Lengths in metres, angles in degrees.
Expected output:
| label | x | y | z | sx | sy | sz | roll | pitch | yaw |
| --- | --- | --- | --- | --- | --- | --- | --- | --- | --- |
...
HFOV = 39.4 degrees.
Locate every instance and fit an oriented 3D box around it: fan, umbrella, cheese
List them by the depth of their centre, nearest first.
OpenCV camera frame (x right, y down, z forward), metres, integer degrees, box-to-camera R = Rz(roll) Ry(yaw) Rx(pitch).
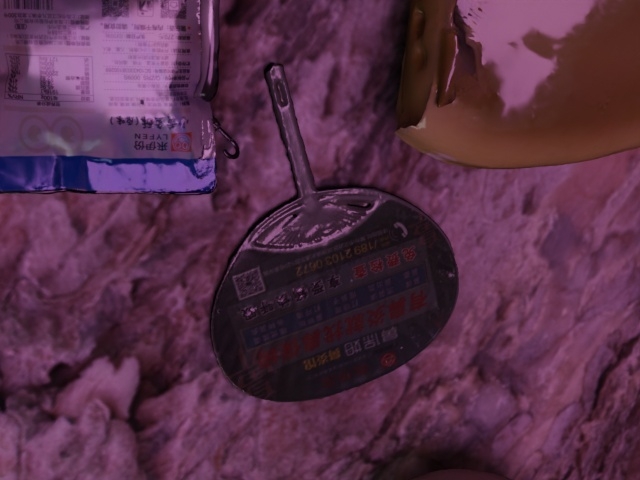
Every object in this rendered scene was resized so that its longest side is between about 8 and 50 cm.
| label | x | y | z | sx | sy | sz | roll | pitch | yaw |
| --- | --- | --- | --- | --- | --- | --- | --- | --- | --- |
| umbrella | -0.108 | -0.117 | 0.656 | 0.022 | 0.022 | 0.149 | -25 | 115 | 35 |
| cheese | 0.211 | -0.180 | 0.659 | 0.316 | 0.128 | 0.259 | -2 | 120 | -12 |
| fan | -0.017 | 0.029 | 0.752 | 0.223 | 0.012 | 0.294 | -45 | 118 | 5 |

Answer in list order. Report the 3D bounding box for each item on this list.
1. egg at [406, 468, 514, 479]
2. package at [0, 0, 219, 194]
| label | x | y | z | sx | sy | sz | roll | pitch | yaw |
| --- | --- | --- | --- | --- | --- | --- | --- | --- | --- |
| egg | 0.117 | 0.307 | 0.834 | 0.206 | 0.162 | 0.271 | -52 | 159 | -27 |
| package | -0.157 | -0.114 | 0.626 | 0.171 | 0.027 | 0.173 | 0 | 110 | -11 |
